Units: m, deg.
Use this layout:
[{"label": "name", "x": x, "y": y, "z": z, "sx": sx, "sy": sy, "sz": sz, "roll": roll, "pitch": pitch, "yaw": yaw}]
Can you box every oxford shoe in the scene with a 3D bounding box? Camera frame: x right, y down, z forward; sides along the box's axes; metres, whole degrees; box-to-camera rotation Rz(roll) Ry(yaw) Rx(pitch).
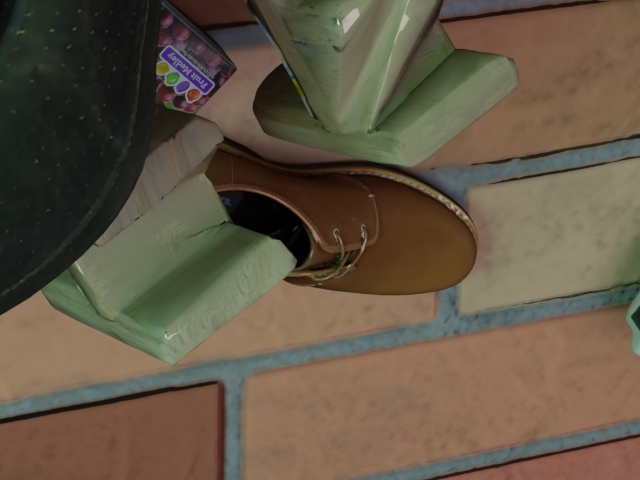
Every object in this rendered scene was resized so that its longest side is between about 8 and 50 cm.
[{"label": "oxford shoe", "x": 0.000, "y": 0.000, "z": 1.001, "sx": 0.212, "sy": 0.076, "sz": 0.076, "roll": 11, "pitch": 112, "yaw": -31}]

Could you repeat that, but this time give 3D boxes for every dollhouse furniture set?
[{"label": "dollhouse furniture set", "x": -0.192, "y": -0.119, "z": 0.771, "sx": 0.394, "sy": 0.256, "sz": 0.362, "roll": -40, "pitch": 118, "yaw": -20}]

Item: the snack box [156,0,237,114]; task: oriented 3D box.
[{"label": "snack box", "x": -0.123, "y": -0.092, "z": 0.913, "sx": 0.100, "sy": 0.037, "sz": 0.141, "roll": -45, "pitch": 125, "yaw": 7}]

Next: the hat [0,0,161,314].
[{"label": "hat", "x": -0.194, "y": -0.095, "z": 0.543, "sx": 0.331, "sy": 0.134, "sz": 0.331, "roll": -12, "pitch": 105, "yaw": -48}]

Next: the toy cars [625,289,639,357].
[{"label": "toy cars", "x": 0.256, "y": -0.091, "z": 1.059, "sx": 0.176, "sy": 0.087, "sz": 0.394, "roll": -8, "pitch": 125, "yaw": -14}]
